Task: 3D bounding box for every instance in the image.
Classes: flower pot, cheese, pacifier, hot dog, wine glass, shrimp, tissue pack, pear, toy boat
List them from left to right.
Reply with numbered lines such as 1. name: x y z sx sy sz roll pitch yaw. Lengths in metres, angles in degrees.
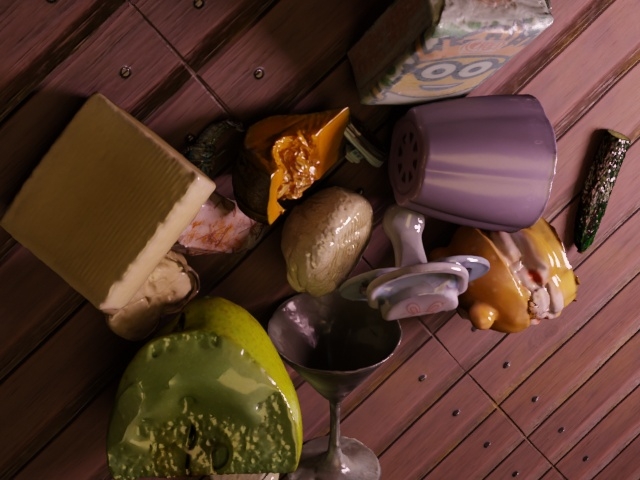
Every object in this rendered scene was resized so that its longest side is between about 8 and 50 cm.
1. cheese: -0.339 -0.062 1.443 0.242 0.124 0.266 39 95 4
2. shrimp: -0.203 -0.147 1.582 0.174 0.076 0.082 -52 166 0
3. pear: -0.206 0.253 1.611 0.342 0.238 0.318 -2 103 -2
4. hot dog: -0.190 -0.030 1.595 0.252 0.069 0.131 13 114 -55
5. wine glass: 0.031 0.329 1.825 0.267 0.267 0.406 -15 125 -19
6. toy boat: 0.070 -0.180 1.697 0.066 0.059 0.140 -31 130 27
7. pacifier: 0.166 0.029 1.695 0.287 0.226 0.238 -13 159 4
8. tissue pack: 0.212 -0.341 1.530 0.227 0.311 0.128 -8 78 -23
9. flower pot: 0.265 -0.141 1.666 0.243 0.265 0.265 -1 116 -18

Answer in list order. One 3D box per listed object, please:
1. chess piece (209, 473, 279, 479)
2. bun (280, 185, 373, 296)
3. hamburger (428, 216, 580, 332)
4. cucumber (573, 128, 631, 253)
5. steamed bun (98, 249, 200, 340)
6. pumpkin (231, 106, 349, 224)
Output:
1. chess piece: -0.133 0.553 1.931 0.144 0.144 0.251 -27 129 -12
2. bun: 0.000 0.000 1.700 0.220 0.134 0.220 -46 154 -30
3. hamburger: 0.370 0.070 1.852 0.236 0.276 0.276 -29 125 -9
4. cucumber: 0.612 -0.101 2.001 0.067 0.067 0.294 0 117 -27
5. steamed bun: -0.329 0.069 1.596 0.177 0.106 0.192 -45 134 -4
6. pumpkin: -0.066 -0.152 1.589 0.248 0.126 0.131 -41 144 -37
